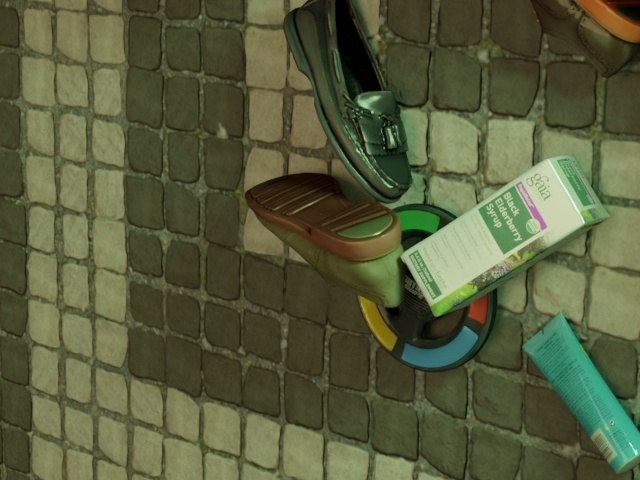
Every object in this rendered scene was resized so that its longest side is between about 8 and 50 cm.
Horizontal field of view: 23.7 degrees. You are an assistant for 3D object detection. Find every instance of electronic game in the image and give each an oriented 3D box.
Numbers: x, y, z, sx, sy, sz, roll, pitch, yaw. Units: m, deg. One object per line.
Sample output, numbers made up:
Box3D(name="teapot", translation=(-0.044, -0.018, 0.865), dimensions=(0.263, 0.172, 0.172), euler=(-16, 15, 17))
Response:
Box3D(name="electronic game", translation=(0.138, 0.064, 2.042), dimensions=(0.229, 0.048, 0.229), euler=(10, 106, 39))

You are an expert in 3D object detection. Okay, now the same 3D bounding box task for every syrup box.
Box3D(name="syrup box", translation=(0.228, -0.006, 1.891), dimensions=(0.237, 0.096, 0.093), euler=(-35, 78, 29))

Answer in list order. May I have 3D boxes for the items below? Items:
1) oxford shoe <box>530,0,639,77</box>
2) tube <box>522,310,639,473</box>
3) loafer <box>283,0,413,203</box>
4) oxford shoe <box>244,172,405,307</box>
Box3D(name="oxford shoe", translation=(0.270, -0.302, 1.820), dimensions=(0.271, 0.097, 0.098), euler=(48, 132, 22))
Box3D(name="tube", translation=(0.332, 0.193, 1.909), dimensions=(0.080, 0.052, 0.207), euler=(-47, 64, 31))
Box3D(name="loafer", translation=(0.049, -0.197, 2.026), dimensions=(0.095, 0.109, 0.302), euler=(-36, 73, 35))
Box3D(name="oxford shoe", translation=(0.000, 0.000, 2.064), dimensions=(0.348, 0.123, 0.130), euler=(34, 143, 58))
